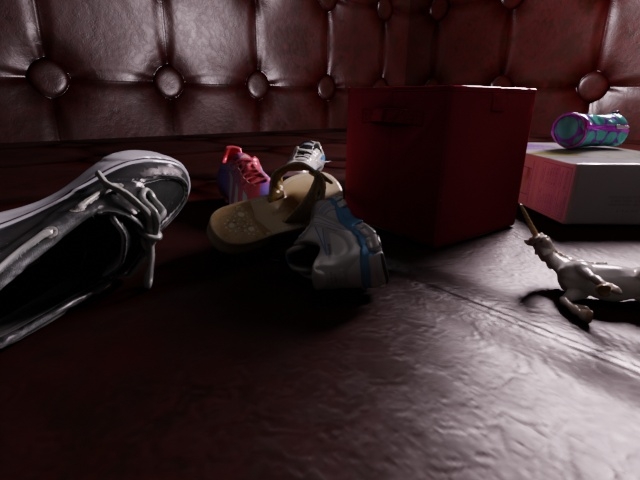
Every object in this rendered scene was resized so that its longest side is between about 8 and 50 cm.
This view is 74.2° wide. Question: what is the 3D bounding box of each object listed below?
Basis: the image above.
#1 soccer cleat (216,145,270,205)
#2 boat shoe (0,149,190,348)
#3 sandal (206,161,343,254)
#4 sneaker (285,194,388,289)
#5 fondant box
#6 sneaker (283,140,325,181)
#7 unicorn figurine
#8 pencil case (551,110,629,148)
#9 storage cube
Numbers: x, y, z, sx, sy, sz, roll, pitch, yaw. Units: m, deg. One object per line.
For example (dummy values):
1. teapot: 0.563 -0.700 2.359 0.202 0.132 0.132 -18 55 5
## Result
1. soccer cleat: -0.114 -0.093 0.676 0.083 0.095 0.248 -8 20 -24
2. boat shoe: -0.202 -0.008 0.398 0.104 0.113 0.306 13 24 16
3. sandal: -0.032 -0.060 0.540 0.088 0.079 0.240 47 46 13
4. sneaker: 0.000 0.000 0.450 0.082 0.072 0.191 -13 18 -9
5. fondant box: 0.467 -0.116 0.765 0.238 0.096 0.330 0 17 -3
6. sneaker: -0.041 -0.176 0.948 0.085 0.086 0.237 5 20 7
7. unicorn figurine: 0.255 0.033 0.384 0.161 0.060 0.111 21 22 10
8. pencil case: 0.495 -0.202 0.773 0.151 0.065 0.070 -9 5 -28
9. storage cube: 0.164 -0.118 0.608 0.214 0.193 0.183 -12 22 -35
